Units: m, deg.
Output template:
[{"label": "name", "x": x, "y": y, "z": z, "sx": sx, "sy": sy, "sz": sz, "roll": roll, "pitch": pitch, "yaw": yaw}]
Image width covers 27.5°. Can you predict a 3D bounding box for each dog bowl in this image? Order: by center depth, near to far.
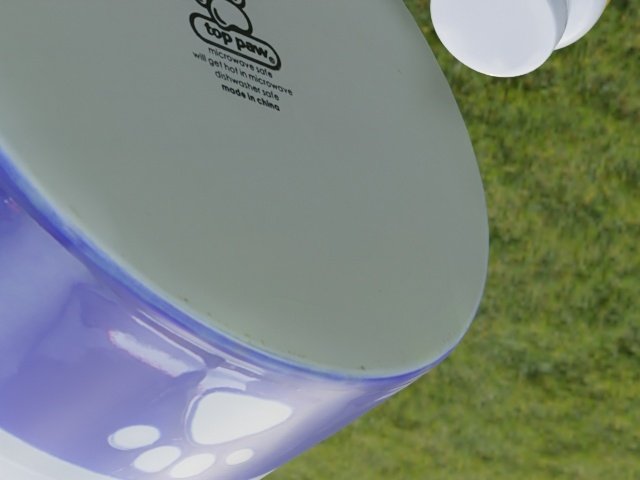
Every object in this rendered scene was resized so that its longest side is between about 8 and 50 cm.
[{"label": "dog bowl", "x": -0.064, "y": -0.046, "z": 0.455, "sx": 0.265, "sy": 0.265, "sz": 0.104, "roll": 36, "pitch": 126, "yaw": -28}]

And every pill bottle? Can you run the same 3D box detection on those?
[{"label": "pill bottle", "x": 0.253, "y": -0.331, "z": 1.461, "sx": 0.188, "sy": 0.334, "sz": 0.188, "roll": 20, "pitch": 138, "yaw": 19}]
